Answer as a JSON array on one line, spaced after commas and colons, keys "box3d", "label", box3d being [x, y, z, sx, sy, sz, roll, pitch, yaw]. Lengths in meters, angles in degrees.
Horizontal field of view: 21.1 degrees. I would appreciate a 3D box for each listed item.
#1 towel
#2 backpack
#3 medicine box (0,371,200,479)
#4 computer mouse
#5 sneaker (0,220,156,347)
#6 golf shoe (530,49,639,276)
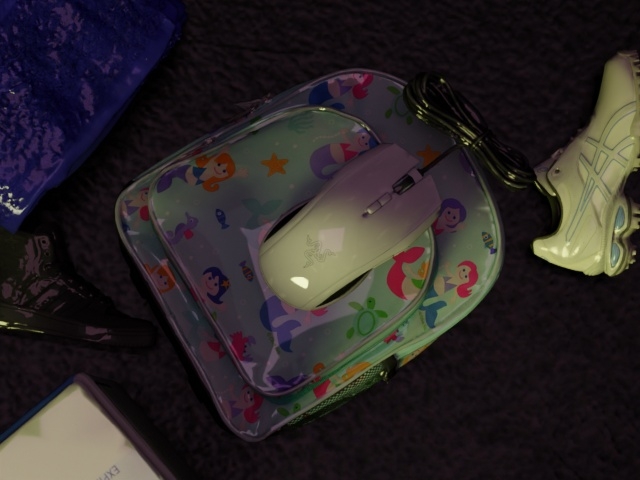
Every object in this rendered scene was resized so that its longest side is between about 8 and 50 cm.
[{"box3d": [-0.266, -0.182, 1.233, 0.308, 0.076, 0.227, 39, 69, -14], "label": "towel"}, {"box3d": [0.000, 0.000, 1.232, 0.253, 0.191, 0.225, -28, 84, -10], "label": "backpack"}, {"box3d": [-0.201, 0.226, 1.137, 0.263, 0.289, 0.149, -40, 87, -6], "label": "medicine box"}, {"box3d": [0.045, -0.026, 1.123, 0.193, 0.042, 0.106, -40, 91, -18], "label": "computer mouse"}, {"box3d": [-0.202, 0.026, 1.281, 0.170, 0.051, 0.089, 9, 87, 2], "label": "sneaker"}, {"box3d": [0.203, -0.063, 1.303, 0.086, 0.069, 0.176, 7, 82, 4], "label": "golf shoe"}]
